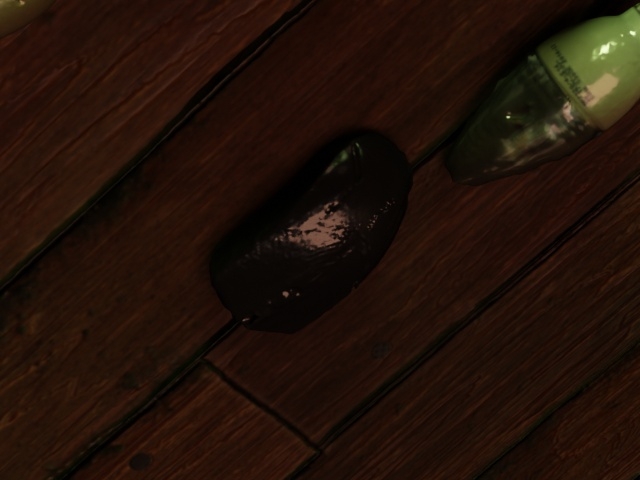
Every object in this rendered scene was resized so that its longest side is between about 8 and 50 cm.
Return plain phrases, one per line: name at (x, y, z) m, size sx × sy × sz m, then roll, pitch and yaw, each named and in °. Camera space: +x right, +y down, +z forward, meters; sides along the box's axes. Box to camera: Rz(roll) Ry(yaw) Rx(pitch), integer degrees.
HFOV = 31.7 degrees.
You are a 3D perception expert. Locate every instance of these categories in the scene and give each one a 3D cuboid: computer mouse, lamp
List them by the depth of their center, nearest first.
lamp at (0.219, -0.130, 1.018) m, size 0.250 × 0.101 × 0.101 m, roll -39°, pitch 128°, yaw 20°
computer mouse at (0.000, 0.000, 1.023) m, size 0.217 × 0.073 × 0.122 m, roll -43°, pitch 127°, yaw 9°

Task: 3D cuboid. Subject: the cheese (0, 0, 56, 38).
cheese at (-0.246, -0.221, 0.771) m, size 0.202 × 0.091 × 0.175 m, roll -19°, pitch 125°, yaw -12°
